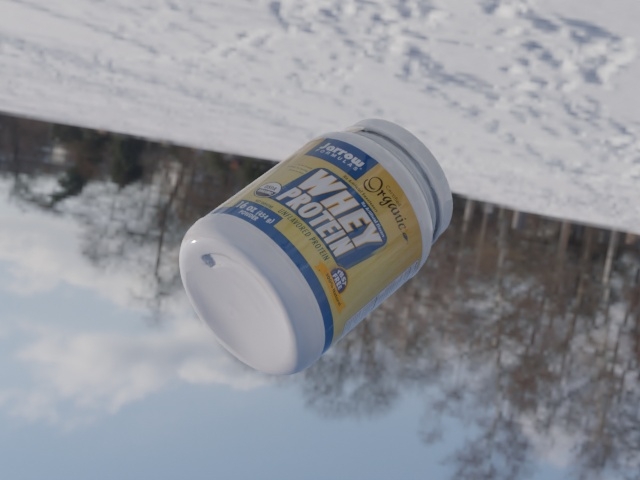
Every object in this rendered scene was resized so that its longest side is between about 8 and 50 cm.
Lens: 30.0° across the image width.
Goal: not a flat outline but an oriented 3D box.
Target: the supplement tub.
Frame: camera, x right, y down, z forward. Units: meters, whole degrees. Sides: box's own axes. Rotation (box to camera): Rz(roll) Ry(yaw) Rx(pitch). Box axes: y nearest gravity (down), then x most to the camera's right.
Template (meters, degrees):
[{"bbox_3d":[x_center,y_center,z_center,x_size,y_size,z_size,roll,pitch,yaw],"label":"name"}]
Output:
[{"bbox_3d":[0.000,0.000,0.973,0.144,0.144,0.200,14,-138,43],"label":"supplement tub"}]
